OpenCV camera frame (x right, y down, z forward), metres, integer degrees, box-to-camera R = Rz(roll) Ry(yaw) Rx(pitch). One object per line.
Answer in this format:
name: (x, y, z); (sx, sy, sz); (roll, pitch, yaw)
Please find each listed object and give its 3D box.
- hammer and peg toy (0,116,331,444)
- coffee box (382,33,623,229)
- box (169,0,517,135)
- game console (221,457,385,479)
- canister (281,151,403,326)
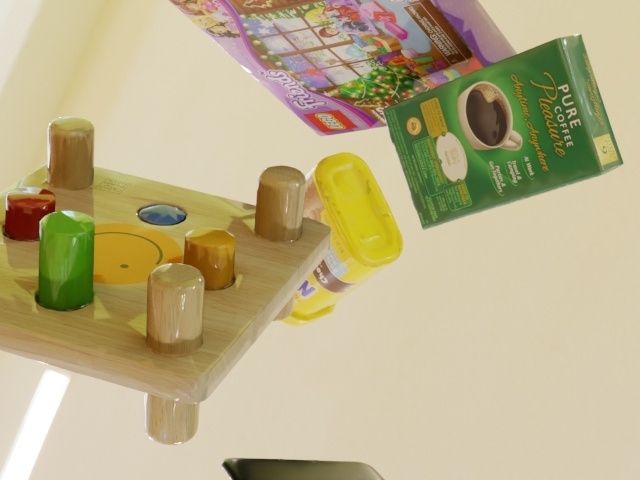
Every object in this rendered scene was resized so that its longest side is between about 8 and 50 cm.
hammer and peg toy: (-0.197, 0.000, 0.926); (0.361, 0.266, 0.127); (14, -62, 16)
coffee box: (0.144, -0.084, 1.003); (0.184, 0.040, 0.113); (-20, -91, 42)
box: (0.018, -0.185, 1.030); (0.201, 0.293, 0.057); (-6, -115, 30)
game console: (0.000, 0.199, 0.842); (0.071, 0.122, 0.107); (-27, -119, 58)
canister: (0.000, 0.000, 1.233); (0.170, 0.073, 0.126); (-40, -107, 54)
